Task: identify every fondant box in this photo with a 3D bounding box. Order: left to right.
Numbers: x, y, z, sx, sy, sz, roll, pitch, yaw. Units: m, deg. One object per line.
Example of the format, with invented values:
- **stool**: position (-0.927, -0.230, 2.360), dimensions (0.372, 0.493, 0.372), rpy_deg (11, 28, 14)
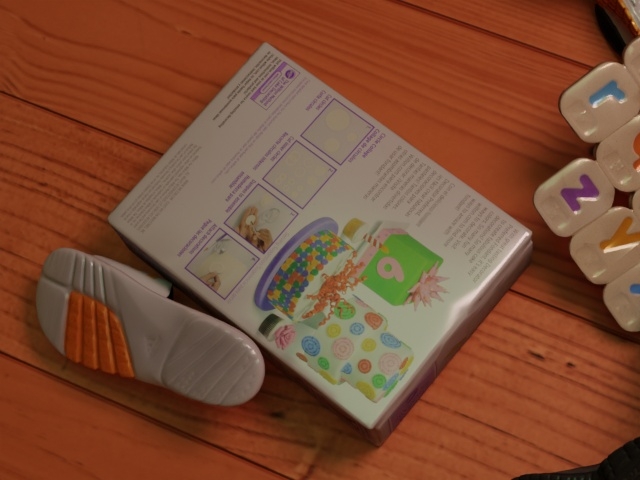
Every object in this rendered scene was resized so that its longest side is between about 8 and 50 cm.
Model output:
- **fondant box**: position (0.000, 0.000, 1.398), dimensions (0.330, 0.096, 0.238), rpy_deg (37, 78, 18)

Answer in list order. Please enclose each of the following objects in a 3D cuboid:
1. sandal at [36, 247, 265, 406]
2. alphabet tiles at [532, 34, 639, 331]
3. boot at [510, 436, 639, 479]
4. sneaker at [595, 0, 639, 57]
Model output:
- **sandal**: position (-0.155, 0.088, 1.392), dimensions (0.265, 0.076, 0.102), rpy_deg (23, 101, 24)
- **alphabet tiles**: position (0.347, -0.057, 1.339), dimensions (0.278, 0.021, 0.284), rpy_deg (-37, 100, 5)
- **boot**: position (0.274, 0.231, 1.275), dimensions (0.161, 0.246, 0.083), rpy_deg (8, 63, -39)
- **sneaker**: position (0.379, -0.174, 1.420), dimensions (0.121, 0.099, 0.262), rpy_deg (-25, 71, -8)
